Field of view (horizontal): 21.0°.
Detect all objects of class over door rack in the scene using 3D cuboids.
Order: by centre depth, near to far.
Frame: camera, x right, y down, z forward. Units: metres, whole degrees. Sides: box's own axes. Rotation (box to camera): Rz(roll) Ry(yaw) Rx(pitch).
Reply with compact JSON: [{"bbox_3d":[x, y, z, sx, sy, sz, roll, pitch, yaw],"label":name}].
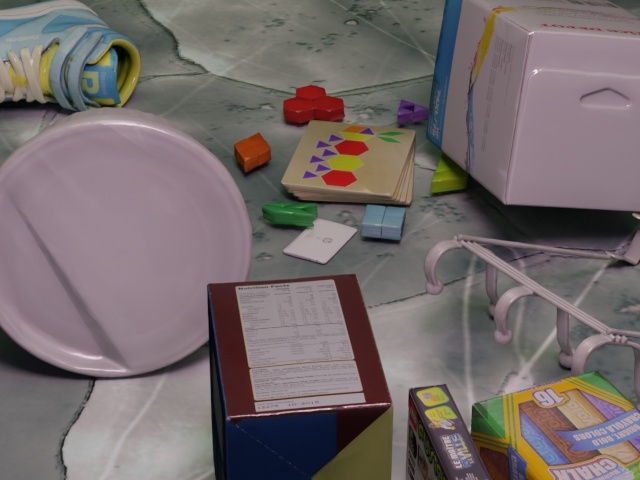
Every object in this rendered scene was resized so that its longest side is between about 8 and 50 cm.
[{"bbox_3d":[0.293,0.075,1.743,0.324,0.108,0.239,-6,29,-38],"label":"over door rack"}]

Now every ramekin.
[{"bbox_3d":[-0.208,-0.009,1.725,0.273,0.272,0.127,-3,20,-5],"label":"ramekin"}]

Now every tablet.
[{"bbox_3d":[0.000,0.000,1.943,0.054,0.006,0.083,15,35,23],"label":"tablet"}]

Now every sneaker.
[{"bbox_3d":[-0.370,-0.214,2.185,0.319,0.127,0.208,-24,37,-33],"label":"sneaker"}]

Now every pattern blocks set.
[{"bbox_3d":[0.039,-0.094,2.077,0.286,0.026,0.325,11,32,17],"label":"pattern blocks set"}]

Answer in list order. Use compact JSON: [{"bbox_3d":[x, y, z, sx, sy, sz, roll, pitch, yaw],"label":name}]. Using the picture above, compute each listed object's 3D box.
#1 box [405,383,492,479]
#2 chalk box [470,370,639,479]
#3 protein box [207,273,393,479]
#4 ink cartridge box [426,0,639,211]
[{"bbox_3d":[0.115,0.227,1.462,0.036,0.114,0.207,-6,32,-10],"label":"box"},{"bbox_3d":[0.229,0.228,1.443,0.132,0.132,0.213,-12,32,-20],"label":"chalk box"},{"bbox_3d":[-0.022,0.166,1.479,0.136,0.199,0.201,-4,31,-6],"label":"protein box"},{"bbox_3d":[0.264,-0.167,1.964,0.198,0.197,0.270,3,18,-16],"label":"ink cartridge box"}]
